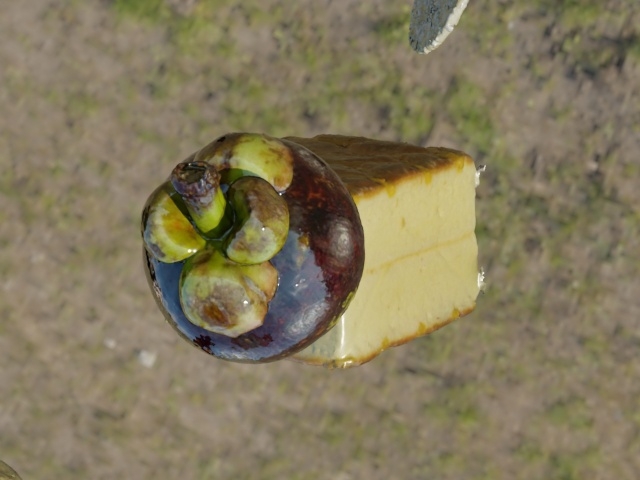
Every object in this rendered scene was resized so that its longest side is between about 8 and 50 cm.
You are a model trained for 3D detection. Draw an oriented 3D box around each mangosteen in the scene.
[{"bbox_3d":[-0.069,-0.003,1.399,0.192,0.192,0.217,2,162,29],"label":"mangosteen"}]

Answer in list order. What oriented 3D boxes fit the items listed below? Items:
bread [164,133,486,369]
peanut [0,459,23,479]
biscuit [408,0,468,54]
[{"bbox_3d":[0.000,0.000,1.928,0.279,0.279,0.207,12,110,39],"label":"bread"},{"bbox_3d":[-0.233,0.305,1.159,0.174,0.158,0.340,-21,81,42],"label":"peanut"},{"bbox_3d":[0.128,-0.256,1.743,0.020,0.152,0.152,21,147,-17],"label":"biscuit"}]
